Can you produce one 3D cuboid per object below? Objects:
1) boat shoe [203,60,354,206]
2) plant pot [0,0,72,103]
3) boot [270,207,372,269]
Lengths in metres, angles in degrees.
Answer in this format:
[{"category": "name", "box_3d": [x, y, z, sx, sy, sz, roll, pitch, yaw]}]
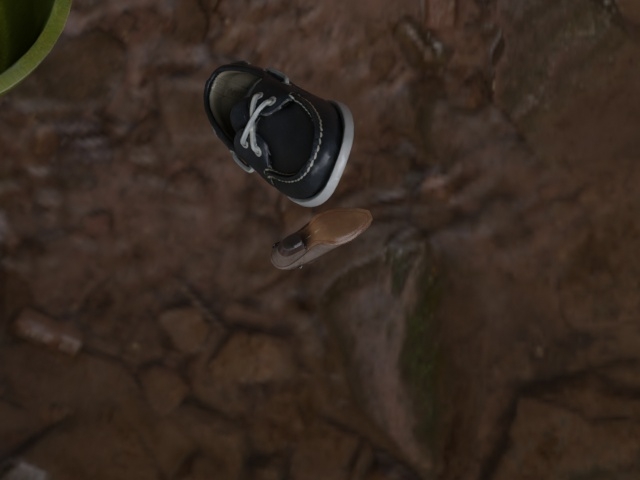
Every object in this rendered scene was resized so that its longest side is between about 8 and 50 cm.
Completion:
[{"category": "boat shoe", "box_3d": [-0.051, -0.112, 1.511, 0.091, 0.302, 0.114, 21, 95, -21]}, {"category": "plant pot", "box_3d": [-0.387, -0.093, 0.901, 0.366, 0.366, 0.353, 30, 129, -11]}, {"category": "boot", "box_3d": [0.000, 0.000, 1.670, 0.118, 0.087, 0.042, -17, 77, -4]}]
